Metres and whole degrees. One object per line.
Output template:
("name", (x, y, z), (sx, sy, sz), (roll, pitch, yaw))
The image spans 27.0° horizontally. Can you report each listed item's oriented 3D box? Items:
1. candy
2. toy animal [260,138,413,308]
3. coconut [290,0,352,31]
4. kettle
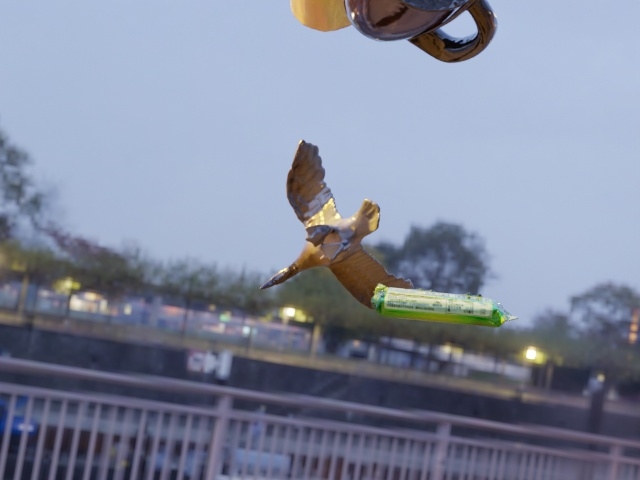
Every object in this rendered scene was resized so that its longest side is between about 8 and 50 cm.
("candy", (0.152, 0.083, 1.648), (0.178, 0.032, 0.102), (6, 8, 3))
("toy animal", (-0.003, 0.001, 1.846), (0.197, 0.272, 0.160), (-31, -2, -11))
("coconut", (0.011, -0.364, 1.963), (0.116, 0.116, 0.122), (8, -39, 9))
("kettle", (0.118, -0.292, 1.534), (0.202, 0.144, 0.232), (32, -9, -6))
